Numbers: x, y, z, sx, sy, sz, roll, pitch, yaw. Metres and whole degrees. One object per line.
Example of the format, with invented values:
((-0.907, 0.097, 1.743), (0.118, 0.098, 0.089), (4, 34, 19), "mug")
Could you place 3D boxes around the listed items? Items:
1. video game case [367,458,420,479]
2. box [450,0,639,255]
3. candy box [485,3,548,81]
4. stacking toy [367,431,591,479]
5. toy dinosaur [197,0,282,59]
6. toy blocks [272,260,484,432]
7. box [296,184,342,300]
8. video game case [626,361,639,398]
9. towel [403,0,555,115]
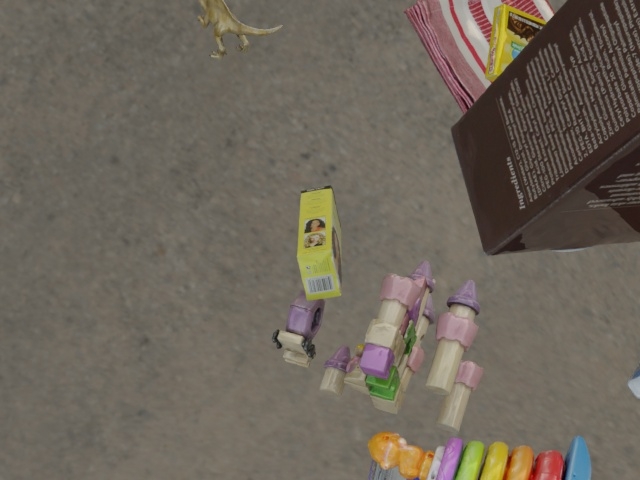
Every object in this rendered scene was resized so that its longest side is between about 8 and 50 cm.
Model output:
((0.118, 0.514, 1.717), (0.061, 0.244, 0.269), (14, 80, -9), "video game case")
((0.275, -0.121, 0.761), (0.191, 0.381, 0.143), (-5, 68, -23), "box")
((0.321, -0.243, 1.383), (0.027, 0.206, 0.105), (-6, 71, 62), "candy box")
((0.209, 0.338, 1.402), (0.302, 0.165, 0.175), (17, 41, 10), "stacking toy")
((-0.127, -0.293, 1.361), (0.053, 0.092, 0.183), (-35, 57, -25), "toy dinosaur")
((0.128, 0.135, 1.704), (0.309, 0.288, 0.260), (14, 68, 17), "toy blocks")
((0.000, 0.000, 1.606), (0.058, 0.087, 0.232), (-10, 29, 5), "box")
((0.398, 0.065, 0.944), (0.193, 0.212, 0.023), (-36, 84, 32), "video game case")
((0.306, -0.325, 1.657), (0.037, 0.329, 0.237), (-32, 87, 52), "towel")
